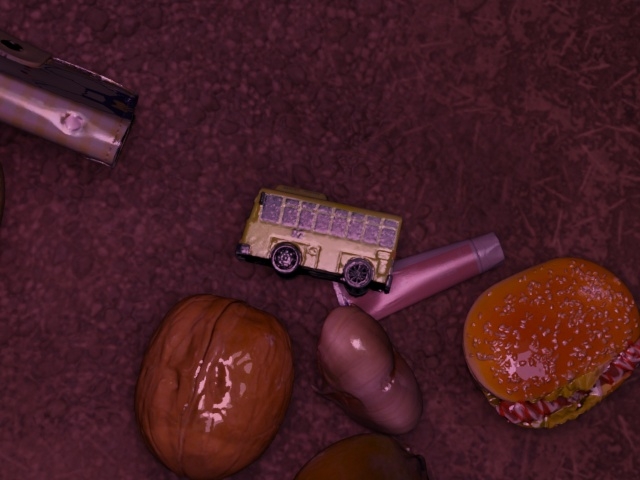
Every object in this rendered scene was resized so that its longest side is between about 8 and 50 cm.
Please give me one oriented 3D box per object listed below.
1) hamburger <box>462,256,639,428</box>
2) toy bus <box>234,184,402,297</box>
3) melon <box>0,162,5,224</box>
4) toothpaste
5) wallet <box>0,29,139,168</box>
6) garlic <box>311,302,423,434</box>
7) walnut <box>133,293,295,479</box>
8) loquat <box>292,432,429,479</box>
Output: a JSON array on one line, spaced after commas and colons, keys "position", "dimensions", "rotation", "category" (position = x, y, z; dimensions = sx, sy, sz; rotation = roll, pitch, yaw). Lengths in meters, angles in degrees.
[{"position": [0.261, 0.113, 1.608], "dimensions": [0.210, 0.116, 0.173], "rotation": [-24, 83, -12], "category": "hamburger"}, {"position": [0.000, 0.000, 1.589], "dimensions": [0.175, 0.088, 0.101], "rotation": [13, 83, 3], "category": "toy bus"}, {"position": [-0.466, -0.002, 1.449], "dimensions": [0.248, 0.248, 0.329], "rotation": [41, 76, -1], "category": "melon"}, {"position": [0.114, 0.042, 1.637], "dimensions": [0.194, 0.043, 0.067], "rotation": [-20, 84, -5], "category": "toothpaste"}, {"position": [-0.343, -0.177, 1.514], "dimensions": [0.309, 0.223, 0.077], "rotation": [23, 103, -8], "category": "wallet"}, {"position": [0.046, 0.140, 1.559], "dimensions": [0.099, 0.124, 0.174], "rotation": [-43, 134, -10], "category": "garlic"}, {"position": [-0.112, 0.156, 1.523], "dimensions": [0.165, 0.165, 0.197], "rotation": [11, 80, -7], "category": "walnut"}, {"position": [0.035, 0.294, 1.533], "dimensions": [0.195, 0.152, 0.152], "rotation": [-40, 89, -5], "category": "loquat"}]
